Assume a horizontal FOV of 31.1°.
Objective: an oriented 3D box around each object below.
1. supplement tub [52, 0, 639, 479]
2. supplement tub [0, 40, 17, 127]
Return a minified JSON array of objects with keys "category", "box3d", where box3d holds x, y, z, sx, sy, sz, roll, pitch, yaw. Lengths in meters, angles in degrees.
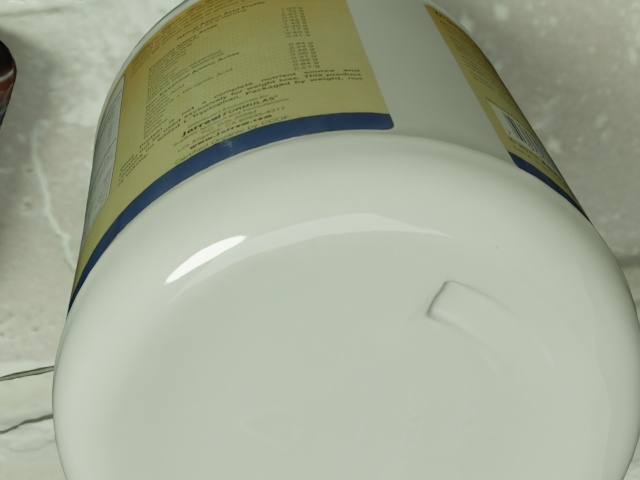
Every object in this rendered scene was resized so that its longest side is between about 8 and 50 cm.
[{"category":"supplement tub","box3d":[0.000,0.000,0.554,0.228,0.316,0.228,-3,119,-5]},{"category":"supplement tub","box3d":[-0.244,-0.028,0.634,0.106,0.106,0.198,19,115,-16]}]
